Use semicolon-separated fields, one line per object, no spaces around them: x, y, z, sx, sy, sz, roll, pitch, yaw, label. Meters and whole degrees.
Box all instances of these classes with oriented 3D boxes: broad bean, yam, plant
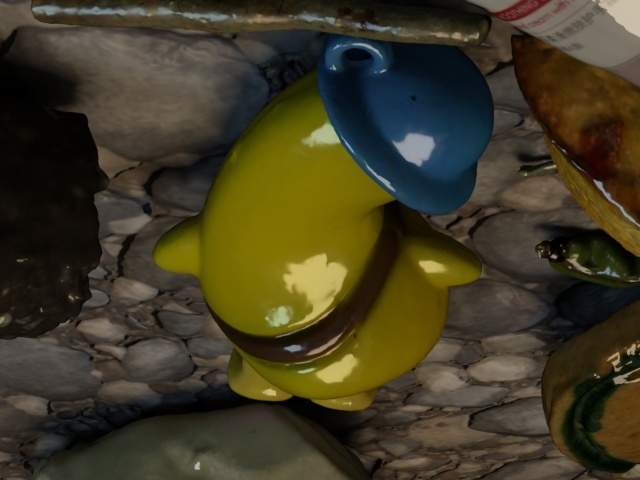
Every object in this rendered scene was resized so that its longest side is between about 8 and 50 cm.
0.247;0.003;1.026;0.195;0.046;0.061;-10;154;15;broad bean
-0.032;-0.113;0.745;0.234;0.027;0.029;6;152;13;yam
-0.255;-0.024;0.802;0.274;0.146;0.149;13;151;-27;plant

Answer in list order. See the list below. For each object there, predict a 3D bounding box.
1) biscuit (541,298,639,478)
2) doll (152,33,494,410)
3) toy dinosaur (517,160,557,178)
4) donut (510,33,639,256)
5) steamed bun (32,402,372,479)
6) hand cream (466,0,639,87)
0.320;0.109;1.173;0.287;0.057;0.344;-23;152;14;biscuit
0.000;0.000;0.893;0.199;0.145;0.363;4;145;-4;doll
0.216;-0.047;0.940;0.180;0.037;0.058;7;175;-6;toy dinosaur
0.258;-0.041;0.845;0.295;0.151;0.112;-5;162;1;donut
-0.089;0.307;1.348;0.352;0.247;0.339;-16;151;14;steamed bun
0.090;-0.151;0.692;0.247;0.083;0.133;22;145;-24;hand cream
